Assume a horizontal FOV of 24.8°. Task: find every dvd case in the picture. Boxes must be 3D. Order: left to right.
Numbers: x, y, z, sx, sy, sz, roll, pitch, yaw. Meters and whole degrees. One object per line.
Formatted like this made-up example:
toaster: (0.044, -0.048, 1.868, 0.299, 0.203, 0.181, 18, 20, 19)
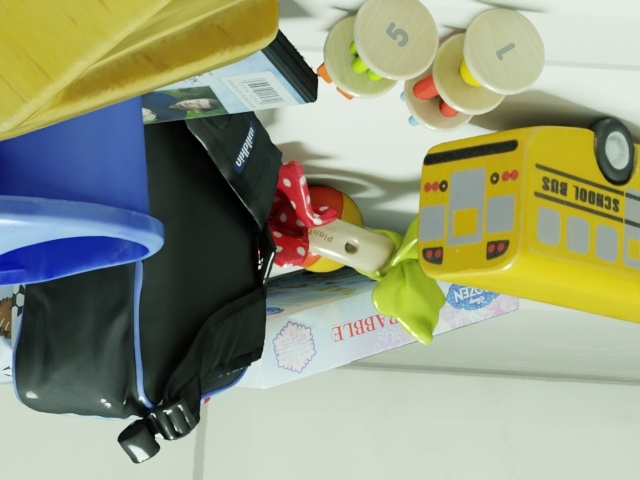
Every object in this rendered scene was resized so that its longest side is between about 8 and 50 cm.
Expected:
dvd case: (-0.149, -0.111, 0.859, 0.253, 0.022, 0.180, -5, 159, 20)

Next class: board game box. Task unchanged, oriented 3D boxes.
board game box: (-0.015, 0.078, 1.517, 0.318, 0.066, 0.318, -14, -175, -32)

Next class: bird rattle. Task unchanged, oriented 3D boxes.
bird rattle: (0.000, 0.000, 1.311, 0.253, 0.143, 0.207, 11, -176, -20)

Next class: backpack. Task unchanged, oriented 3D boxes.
backpack: (-0.138, 0.012, 1.081, 0.213, 0.277, 0.263, 4, 177, 22)

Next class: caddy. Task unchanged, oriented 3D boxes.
caddy: (-0.220, -0.029, 0.711, 0.241, 0.179, 0.341, 3, 172, -32)

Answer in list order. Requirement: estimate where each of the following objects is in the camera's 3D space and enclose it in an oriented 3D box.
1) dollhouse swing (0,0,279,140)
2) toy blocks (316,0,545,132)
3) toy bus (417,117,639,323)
dollhouse swing: (0.008, -0.211, 0.360, 0.315, 0.305, 0.347, 50, 155, -11)
toy blocks: (0.054, -0.104, 0.913, 0.123, 0.054, 0.148, 6, 169, -17)
toy bus: (0.229, -0.011, 1.144, 0.332, 0.130, 0.108, 13, 166, -41)
